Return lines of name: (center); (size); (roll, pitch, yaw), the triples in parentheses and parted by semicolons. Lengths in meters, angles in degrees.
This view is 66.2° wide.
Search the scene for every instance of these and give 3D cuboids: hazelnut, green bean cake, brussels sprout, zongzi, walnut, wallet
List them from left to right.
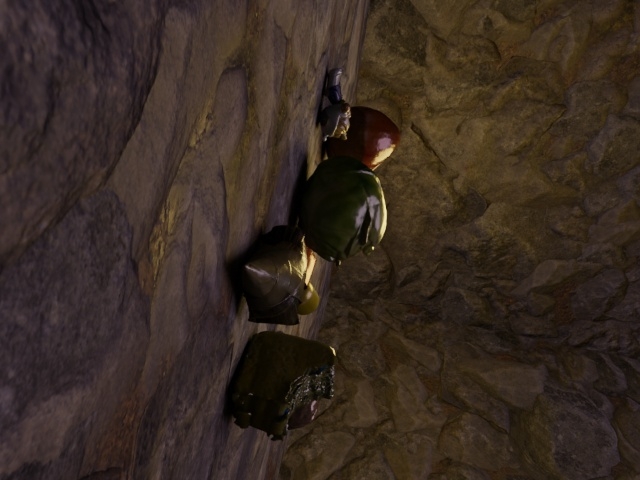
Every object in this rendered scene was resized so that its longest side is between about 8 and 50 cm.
zongzi: (-0.121, 0.033, 1.262); (0.317, 0.154, 0.289); (81, 12, -56)
green bean cake: (-0.104, 0.446, 1.460); (0.310, 0.285, 0.202); (-67, 171, -57)
walnut: (-0.109, 0.608, 1.944); (0.273, 0.227, 0.273); (15, 90, -83)
wallet: (-0.075, 0.078, 1.867); (0.142, 0.045, 0.204); (52, 26, -18)
brussels sprout: (0.091, -0.139, 1.899); (0.425, 0.343, 0.361); (-92, -165, -63)
hazelnut: (0.197, -0.467, 2.318); (0.372, 0.372, 0.315); (45, 35, -83)

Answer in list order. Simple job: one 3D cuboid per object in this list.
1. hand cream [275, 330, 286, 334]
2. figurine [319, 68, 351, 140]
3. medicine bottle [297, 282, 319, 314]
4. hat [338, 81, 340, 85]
hand cream: (-0.157, 0.401, 1.972); (0.255, 0.048, 0.079); (83, 18, -73)
figurine: (0.059, -0.546, 1.977); (0.194, 0.133, 0.274); (-119, -152, -62)
medicine bottle: (-0.087, 0.201, 1.932); (0.212, 0.122, 0.121); (64, 34, -55)
hat: (0.066, -0.668, 2.161); (0.058, 0.042, 0.087); (88, 14, -62)
